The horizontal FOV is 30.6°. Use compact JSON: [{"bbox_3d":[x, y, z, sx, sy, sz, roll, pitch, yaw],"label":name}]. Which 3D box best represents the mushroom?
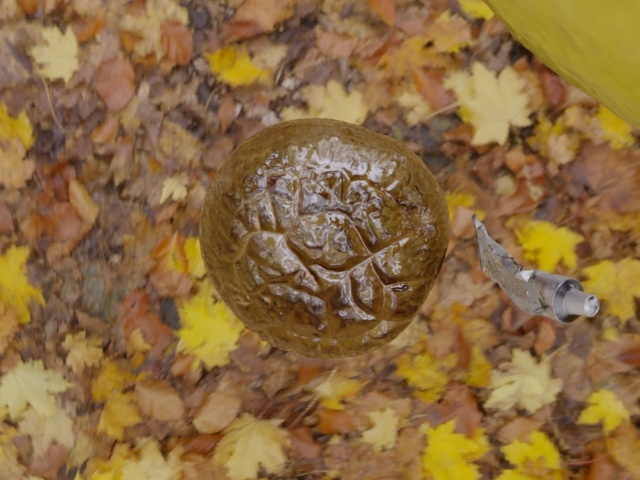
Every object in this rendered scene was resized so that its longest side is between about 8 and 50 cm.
[{"bbox_3d":[0.000,0.000,1.128,0.253,0.253,0.153,31,29,-4],"label":"mushroom"}]

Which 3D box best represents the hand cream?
[{"bbox_3d":[0.244,0.044,1.391,0.050,0.257,0.084,-26,116,-15],"label":"hand cream"}]

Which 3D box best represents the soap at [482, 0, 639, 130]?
[{"bbox_3d":[0.214,-0.156,0.460,0.427,0.306,0.115,38,44,22],"label":"soap"}]
